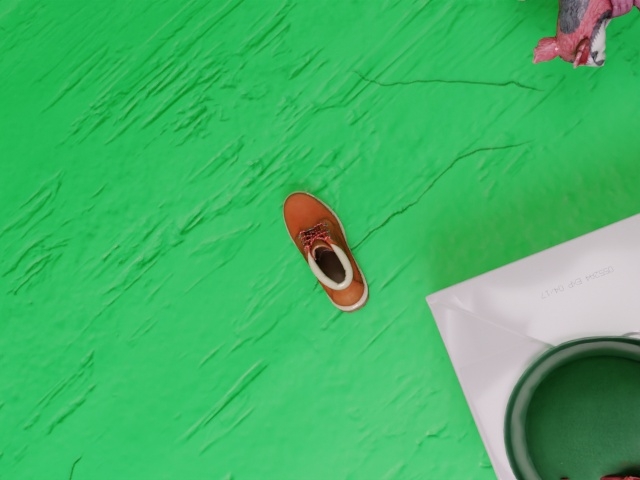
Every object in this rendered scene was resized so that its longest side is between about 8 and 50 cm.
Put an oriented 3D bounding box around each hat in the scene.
[{"bbox_3d":[0.240,0.140,0.671,0.209,0.183,0.172,5,74,15],"label":"hat"}]

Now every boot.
[{"bbox_3d":[0.000,0.000,0.988,0.059,0.084,0.158,-33,66,3],"label":"boot"}]

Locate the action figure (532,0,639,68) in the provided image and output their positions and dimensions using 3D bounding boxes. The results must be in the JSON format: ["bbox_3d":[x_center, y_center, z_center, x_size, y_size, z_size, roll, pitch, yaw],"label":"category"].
[{"bbox_3d":[0.327,-0.323,0.929,0.248,0.275,0.370,22,65,13],"label":"action figure"}]

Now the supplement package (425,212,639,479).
[{"bbox_3d":[0.264,0.112,0.852,0.262,0.145,0.204,-22,69,6],"label":"supplement package"}]
